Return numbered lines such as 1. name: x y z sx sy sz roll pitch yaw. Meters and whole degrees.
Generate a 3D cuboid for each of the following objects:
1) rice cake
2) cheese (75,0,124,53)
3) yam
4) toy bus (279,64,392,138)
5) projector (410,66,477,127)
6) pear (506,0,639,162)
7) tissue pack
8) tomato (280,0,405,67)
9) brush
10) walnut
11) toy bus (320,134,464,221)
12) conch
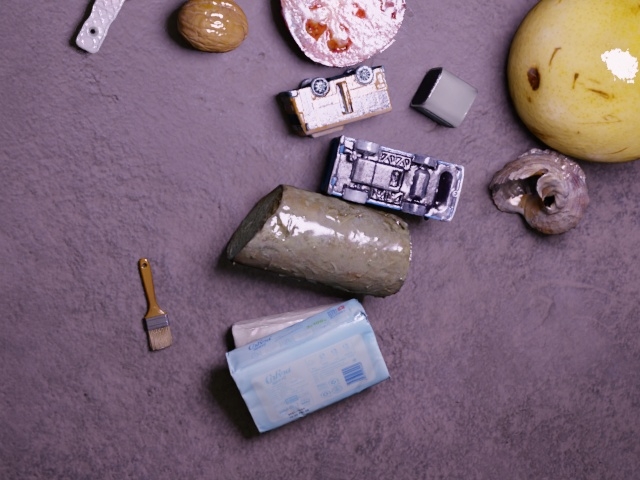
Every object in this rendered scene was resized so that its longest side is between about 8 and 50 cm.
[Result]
1. rice cake: -0.038 0.157 1.649 0.256 0.052 0.057 -10 104 -12
2. cheese: -0.334 -0.432 1.487 0.127 0.050 0.255 26 93 -18
3. yam: 0.000 0.000 1.579 0.304 0.168 0.168 15 95 -16
4. toy bus: 0.027 -0.247 1.584 0.182 0.091 0.103 -17 102 -13
5. projector: 0.227 -0.262 1.634 0.082 0.083 0.083 29 90 -17
6. pear: 0.513 -0.305 1.584 0.348 0.348 0.348 -2 99 -14
7. tissue pack: -0.022 0.227 1.617 0.263 0.089 0.177 -22 125 -2
8. tomato: 0.034 -0.416 1.560 0.225 0.085 0.225 -2 107 -8
9. brush: -0.301 0.113 1.596 0.043 0.014 0.170 -13 101 -14
10. walnut: -0.182 -0.366 1.511 0.124 0.105 0.105 16 94 -20
11. toy bus: 0.127 -0.112 1.607 0.234 0.133 0.116 13 92 -10
12. conch: 0.405 -0.094 1.655 0.178 0.245 0.163 -13 78 15
